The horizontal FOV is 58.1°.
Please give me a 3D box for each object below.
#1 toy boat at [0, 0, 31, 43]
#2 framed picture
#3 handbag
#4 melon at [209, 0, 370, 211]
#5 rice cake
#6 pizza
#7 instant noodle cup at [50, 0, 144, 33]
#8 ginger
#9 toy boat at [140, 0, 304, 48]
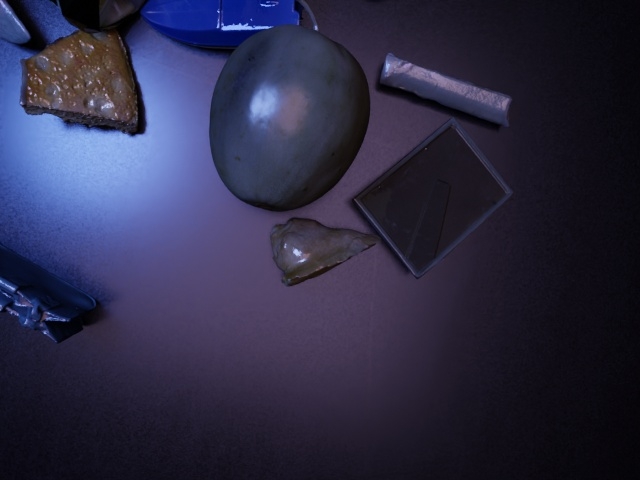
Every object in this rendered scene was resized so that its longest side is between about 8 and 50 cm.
[{"bbox_3d":[-0.590,-0.443,0.965,0.206,0.096,0.282,-23,108,37],"label":"toy boat"},{"bbox_3d":[0.210,-0.081,1.049,0.260,0.023,0.189,-40,93,-12],"label":"framed picture"},{"bbox_3d":[-0.501,0.082,0.956,0.229,0.179,0.062,32,89,-6],"label":"handbag"},{"bbox_3d":[-0.053,-0.201,0.941,0.272,0.272,0.308,41,91,-4],"label":"melon"},{"bbox_3d":[0.233,-0.273,1.054,0.256,0.052,0.057,18,93,-4],"label":"rice cake"},{"bbox_3d":[-0.420,-0.290,1.007,0.188,0.081,0.204,0,81,-26],"label":"pizza"},{"bbox_3d":[-0.398,-0.483,0.924,0.178,0.240,0.240,36,89,8],"label":"instant noodle cup"},{"bbox_3d":[0.004,0.001,1.027,0.193,0.115,0.122,-19,74,-15],"label":"ginger"},{"bbox_3d":[-0.175,-0.404,1.015,0.296,0.088,0.129,2,92,7],"label":"toy boat"}]
